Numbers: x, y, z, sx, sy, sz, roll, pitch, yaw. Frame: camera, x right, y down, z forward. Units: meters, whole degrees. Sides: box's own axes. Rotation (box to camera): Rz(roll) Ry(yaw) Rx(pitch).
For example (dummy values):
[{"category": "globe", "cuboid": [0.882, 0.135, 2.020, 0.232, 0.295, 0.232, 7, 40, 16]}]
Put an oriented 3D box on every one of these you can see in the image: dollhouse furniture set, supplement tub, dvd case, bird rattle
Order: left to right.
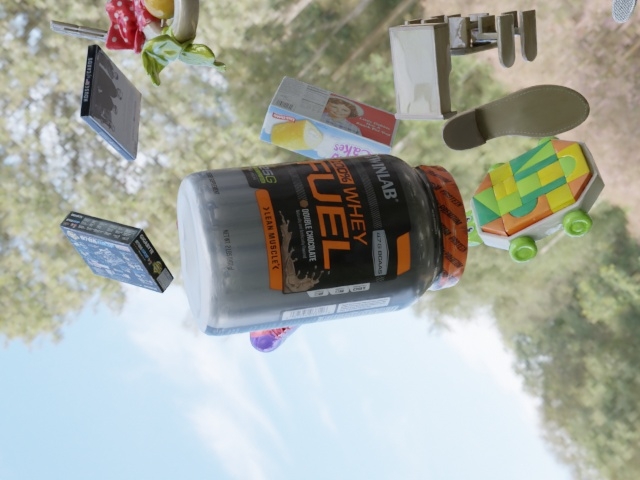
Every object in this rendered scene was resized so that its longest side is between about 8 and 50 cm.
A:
[{"category": "dvd case", "cuboid": [-0.474, -0.310, 2.253, 0.238, 0.029, 0.179, 54, -145, -66]}, {"category": "bird rattle", "cuboid": [-0.240, -0.360, 1.539, 0.143, 0.207, 0.253, -6, -141, -29]}, {"category": "supplement tub", "cuboid": [0.000, 0.000, 1.249, 0.207, 0.338, 0.207, 173, 90, -74]}, {"category": "dollhouse furniture set", "cuboid": [0.243, -0.318, 1.779, 0.212, 0.161, 0.242, 8, -159, 43]}]

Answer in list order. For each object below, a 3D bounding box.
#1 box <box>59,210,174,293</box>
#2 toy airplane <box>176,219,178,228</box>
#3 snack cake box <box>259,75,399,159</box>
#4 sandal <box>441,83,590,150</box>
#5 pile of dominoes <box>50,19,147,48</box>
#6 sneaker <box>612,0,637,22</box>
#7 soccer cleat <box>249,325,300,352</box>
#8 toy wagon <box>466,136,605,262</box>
[{"category": "box", "cuboid": [-0.451, 0.027, 2.186, 0.220, 0.051, 0.175, 13, 146, 32]}, {"category": "toy airplane", "cuboid": [-0.266, -0.049, 2.192, 0.151, 0.151, 0.028, 51, -158, 24]}, {"category": "snack cake box", "cuboid": [0.022, -0.235, 2.056, 0.264, 0.089, 0.152, 19, -147, 0]}, {"category": "sandal", "cuboid": [0.318, -0.210, 1.640, 0.079, 0.240, 0.088, -76, -29, -71]}, {"category": "pile of dominoes", "cuboid": [-0.480, -0.474, 2.225, 0.251, 0.040, 0.196, 8, -176, -18]}, {"category": "sneaker", "cuboid": [0.656, -0.528, 2.077, 0.051, 0.134, 0.070, 23, -149, 35]}, {"category": "soccer cleat", "cuboid": [-0.064, 0.158, 2.310, 0.108, 0.318, 0.116, 30, -158, -22]}, {"category": "toy wagon", "cuboid": [0.407, -0.074, 2.031, 0.068, 0.344, 0.267, 48, -156, -35]}]
